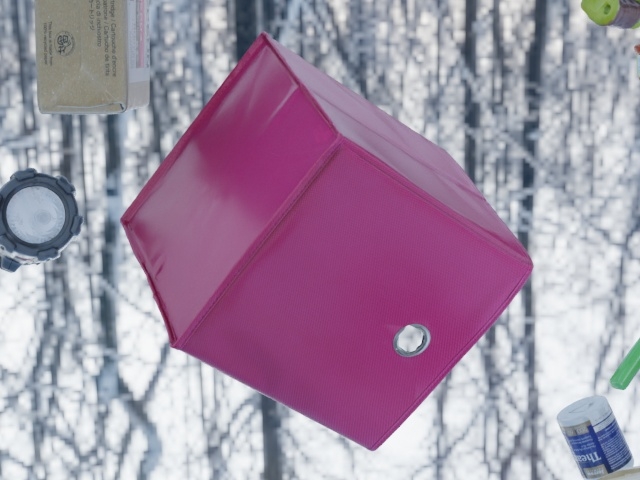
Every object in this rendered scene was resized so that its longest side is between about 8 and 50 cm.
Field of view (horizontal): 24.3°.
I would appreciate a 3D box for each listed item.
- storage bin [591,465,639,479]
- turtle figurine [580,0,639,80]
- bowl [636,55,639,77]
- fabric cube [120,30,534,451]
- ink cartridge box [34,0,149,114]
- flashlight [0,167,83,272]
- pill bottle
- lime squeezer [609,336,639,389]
[{"bbox_3d":[0.316,0.381,1.351,0.123,0.260,0.262,-28,-157,24],"label":"storage bin"},{"bbox_3d":[0.359,-0.219,1.434,0.217,0.087,0.269,9,153,-35],"label":"turtle figurine"},{"bbox_3d":[0.563,-0.230,1.870,0.289,0.156,0.289,-30,-146,23],"label":"bowl"},{"bbox_3d":[0.000,0.000,1.447,0.258,0.254,0.259,32,-165,-32],"label":"fabric cube"},{"bbox_3d":[-0.217,-0.241,1.431,0.088,0.234,0.193,0,-172,1],"label":"ink cartridge box"},{"bbox_3d":[-0.330,-0.023,1.689,0.103,0.103,0.304,-19,-177,-12],"label":"flashlight"},{"bbox_3d":[0.336,0.253,1.785,0.067,0.120,0.067,-25,-173,3],"label":"pill bottle"},{"bbox_3d":[0.344,0.040,1.252,0.310,0.110,0.059,-11,-151,-38],"label":"lime squeezer"}]
